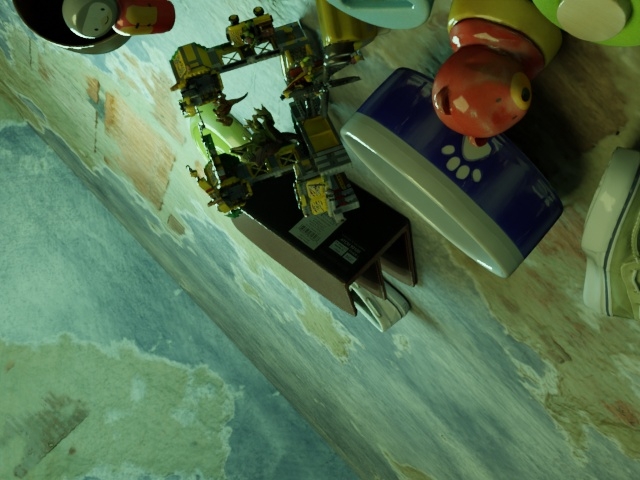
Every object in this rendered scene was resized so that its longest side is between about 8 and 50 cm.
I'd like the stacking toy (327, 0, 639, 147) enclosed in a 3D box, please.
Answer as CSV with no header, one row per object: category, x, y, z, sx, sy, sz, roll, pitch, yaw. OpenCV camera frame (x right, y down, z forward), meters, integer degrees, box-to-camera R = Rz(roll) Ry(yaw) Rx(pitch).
stacking toy,0.142,-0.206,0.909,0.309,0.130,0.279,32,166,-31

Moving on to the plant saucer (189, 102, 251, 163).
plant saucer,-0.174,-0.162,1.936,0.241,0.037,0.241,40,159,19

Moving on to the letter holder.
letter holder,0.000,0.000,1.721,0.302,0.152,0.214,36,160,29

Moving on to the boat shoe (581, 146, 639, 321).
boat shoe,0.347,0.001,1.102,0.094,0.109,0.302,20,160,23

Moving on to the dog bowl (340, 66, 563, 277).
dog bowl,0.153,-0.080,1.190,0.265,0.104,0.265,41,180,0

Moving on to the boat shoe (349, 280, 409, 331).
boat shoe,0.058,0.078,1.858,0.226,0.076,0.083,38,158,25

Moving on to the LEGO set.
LEGO set,-0.070,-0.138,1.429,0.331,0.255,0.192,90,162,-47

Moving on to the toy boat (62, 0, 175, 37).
toy boat,-0.271,-0.418,1.296,0.267,0.148,0.318,-6,90,51

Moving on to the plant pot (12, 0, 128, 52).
plant pot,-0.388,-0.403,1.709,0.215,0.215,0.230,46,176,2

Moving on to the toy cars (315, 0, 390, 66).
toy cars,0.024,-0.331,1.108,0.394,0.087,0.176,78,180,-53
